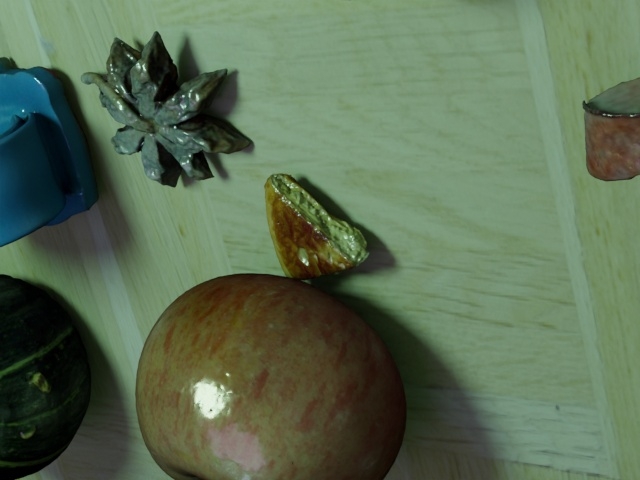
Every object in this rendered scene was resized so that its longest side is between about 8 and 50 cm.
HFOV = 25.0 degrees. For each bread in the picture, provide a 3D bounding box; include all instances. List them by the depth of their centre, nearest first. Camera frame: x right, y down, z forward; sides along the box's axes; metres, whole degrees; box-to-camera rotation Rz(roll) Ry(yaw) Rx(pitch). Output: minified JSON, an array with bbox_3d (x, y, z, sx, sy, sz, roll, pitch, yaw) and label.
[{"bbox_3d":[-0.014,0.005,1.742,0.154,0.054,0.136,44,142,17],"label":"bread"}]

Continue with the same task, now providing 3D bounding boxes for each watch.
[{"bbox_3d":[-0.480,-0.087,1.906,0.305,0.274,0.241,-4,114,35],"label":"watch"}]

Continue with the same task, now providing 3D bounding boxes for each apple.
[{"bbox_3d":[-0.070,0.204,1.742,0.344,0.269,0.345,22,140,20],"label":"apple"}]

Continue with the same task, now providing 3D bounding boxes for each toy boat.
[{"bbox_3d":[0.374,-0.031,1.392,0.206,0.096,0.282,-8,121,27],"label":"toy boat"}]

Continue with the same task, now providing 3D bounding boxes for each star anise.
[{"bbox_3d":[-0.210,-0.158,1.780,0.262,0.081,0.230,22,139,24],"label":"star anise"}]

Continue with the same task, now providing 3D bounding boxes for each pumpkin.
[{"bbox_3d":[-0.491,0.201,2.121,0.323,0.241,0.323,18,126,26],"label":"pumpkin"}]
